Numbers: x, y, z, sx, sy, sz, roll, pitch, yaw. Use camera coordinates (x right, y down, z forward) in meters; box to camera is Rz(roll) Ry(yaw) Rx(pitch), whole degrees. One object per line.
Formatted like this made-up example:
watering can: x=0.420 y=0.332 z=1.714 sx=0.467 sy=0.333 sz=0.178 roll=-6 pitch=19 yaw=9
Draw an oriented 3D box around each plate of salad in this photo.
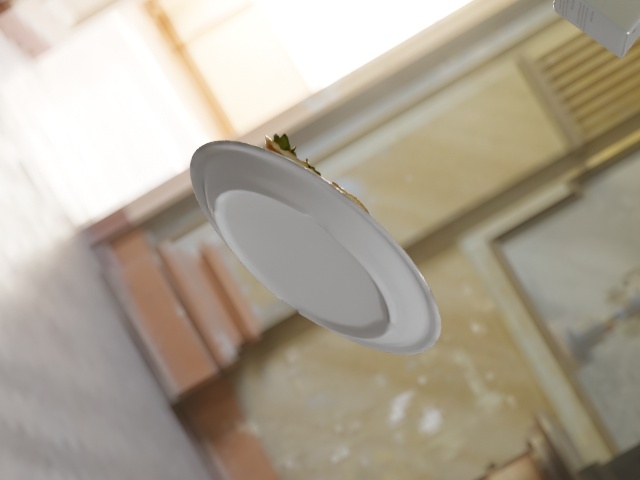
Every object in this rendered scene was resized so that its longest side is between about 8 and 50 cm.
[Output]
plate of salad: x=0.000 y=0.000 z=1.275 sx=0.200 sy=0.048 sz=0.200 roll=31 pitch=-25 yaw=16

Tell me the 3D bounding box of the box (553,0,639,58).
box: x=0.287 y=-0.247 z=1.871 sx=0.087 sy=0.101 sz=0.102 roll=38 pitch=-4 yaw=10
